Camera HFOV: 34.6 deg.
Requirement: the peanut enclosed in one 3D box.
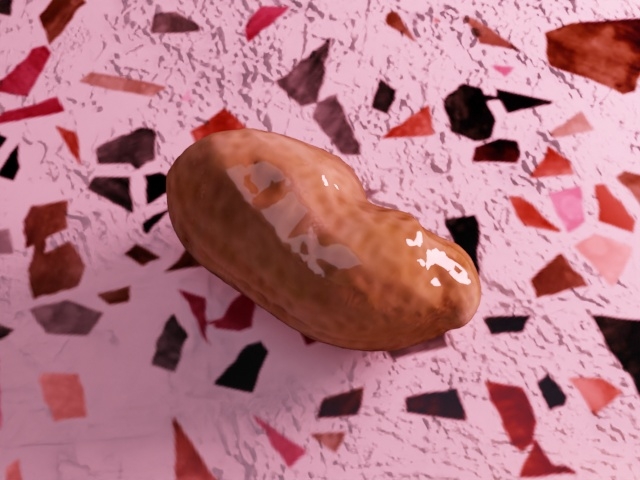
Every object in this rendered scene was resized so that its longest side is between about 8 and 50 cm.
[{"bbox_3d":[0.000,0.000,0.780,0.253,0.122,0.137,36,64,14],"label":"peanut"}]
